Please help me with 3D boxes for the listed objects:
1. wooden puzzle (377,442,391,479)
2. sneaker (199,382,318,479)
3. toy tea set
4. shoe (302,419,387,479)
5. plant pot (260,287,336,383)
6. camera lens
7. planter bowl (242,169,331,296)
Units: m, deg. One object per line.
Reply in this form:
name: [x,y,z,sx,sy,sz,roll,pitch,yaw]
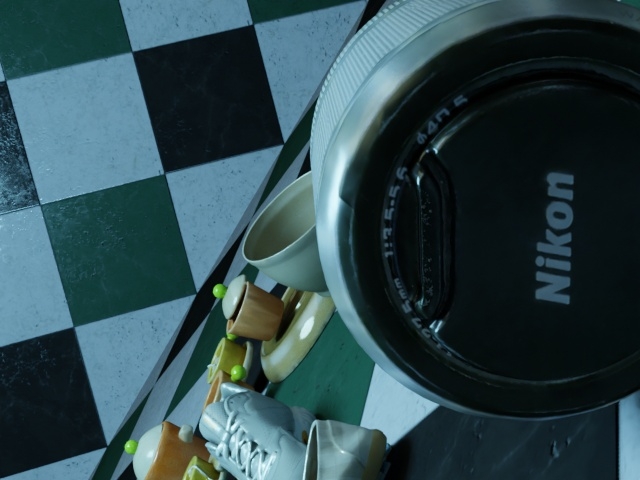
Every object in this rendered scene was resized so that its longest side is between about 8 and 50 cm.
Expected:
wooden puzzle: [0.036,0.204,0.814,0.083,0.006,0.049,-62,11,-17]
sneaker: [-0.062,0.209,0.951,0.099,0.121,0.262,-60,10,0]
toy tea set: [-0.165,0.205,1.327,0.200,0.124,0.336,148,142,-71]
shoe: [-0.005,0.237,0.748,0.076,0.058,0.219,-48,20,54]
plant pot: [-0.021,0.085,1.356,0.236,0.032,0.236,-56,10,15]
camera lens: [0.104,-0.040,0.583,0.219,0.219,0.274,-57,11,13]
planter bowl: [0.000,0.000,1.217,0.162,0.109,0.162,-35,25,19]
